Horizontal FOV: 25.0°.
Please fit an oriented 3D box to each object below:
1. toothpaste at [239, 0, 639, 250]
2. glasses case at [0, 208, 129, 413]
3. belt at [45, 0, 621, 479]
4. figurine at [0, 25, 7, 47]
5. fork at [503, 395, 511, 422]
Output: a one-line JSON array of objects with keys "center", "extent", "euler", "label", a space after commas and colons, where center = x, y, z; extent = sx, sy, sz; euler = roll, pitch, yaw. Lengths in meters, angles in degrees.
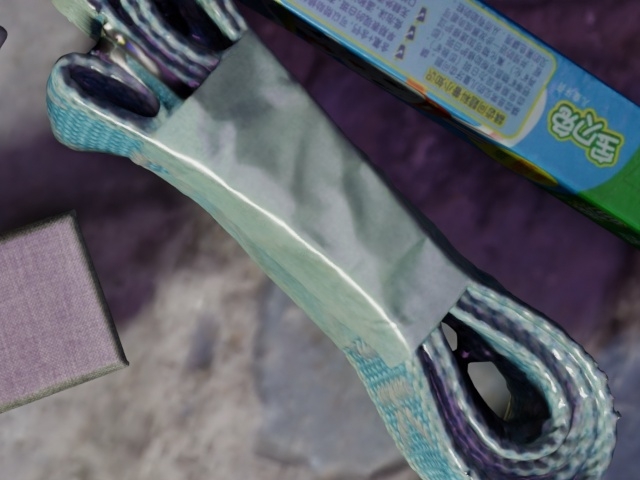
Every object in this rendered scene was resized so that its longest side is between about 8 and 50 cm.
[{"center": [0.064, -0.075, 0.628], "extent": [0.267, 0.065, 0.050], "euler": [30, 87, -16], "label": "toothpaste"}, {"center": [-0.187, 0.053, 0.585], "extent": [0.205, 0.047, 0.071], "euler": [-20, 96, -12], "label": "glasses case"}, {"center": [0.000, 0.000, 0.601], "extent": [0.302, 0.072, 0.087], "euler": [44, 82, -7], "label": "belt"}, {"center": [-0.216, -0.089, 0.527], "extent": [0.184, 0.128, 0.208], "euler": [30, 96, -18], "label": "figurine"}, {"center": [0.028, 0.145, 0.658], "extent": [0.028, 0.034, 0.219], "euler": [43, 84, -6], "label": "fork"}]
